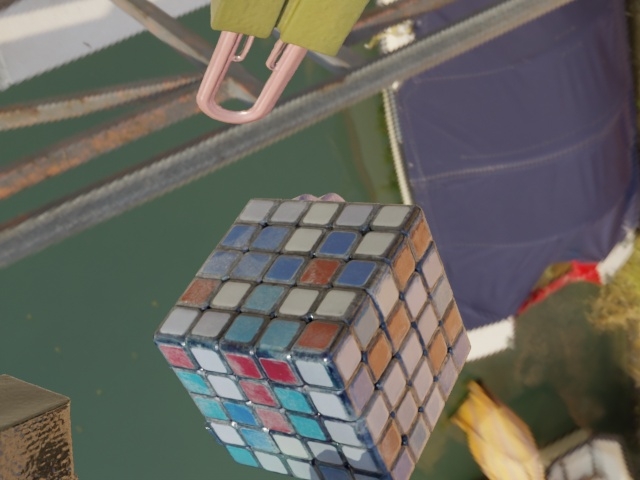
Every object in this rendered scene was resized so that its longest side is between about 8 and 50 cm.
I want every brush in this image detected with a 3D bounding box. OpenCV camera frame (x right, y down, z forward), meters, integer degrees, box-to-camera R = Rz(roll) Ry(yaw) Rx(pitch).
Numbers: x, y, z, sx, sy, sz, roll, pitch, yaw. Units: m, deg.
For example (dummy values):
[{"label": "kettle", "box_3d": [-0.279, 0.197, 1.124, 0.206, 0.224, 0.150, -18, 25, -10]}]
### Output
[{"label": "brush", "box_3d": [-0.039, -0.151, 0.759, 0.103, 0.047, 0.233, 11, 147, -18]}]

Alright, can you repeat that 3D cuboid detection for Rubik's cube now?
[{"label": "Rubik's cube", "box_3d": [0.002, 0.138, 1.399, 0.293, 0.287, 0.291, -55, 136, -38]}]

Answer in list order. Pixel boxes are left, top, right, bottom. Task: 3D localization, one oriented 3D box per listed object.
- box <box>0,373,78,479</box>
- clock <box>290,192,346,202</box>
[{"label": "box", "box_3d": [-0.518, 0.319, 1.516, 0.273, 0.184, 0.143, -18, 114, -53]}, {"label": "clock", "box_3d": [0.000, 0.000, 1.914, 0.198, 0.064, 0.172, -9, 81, -56]}]
